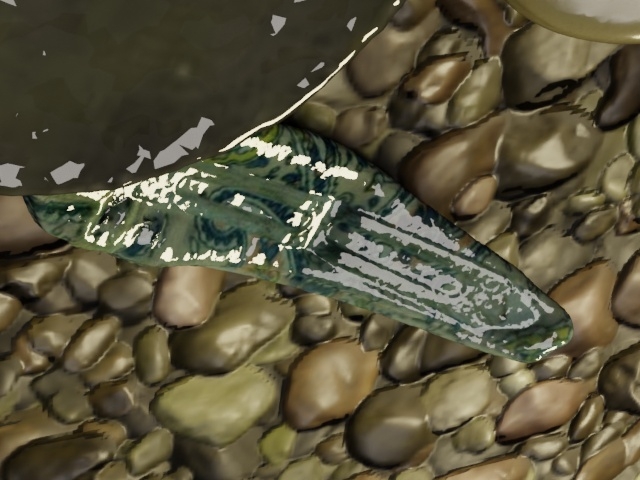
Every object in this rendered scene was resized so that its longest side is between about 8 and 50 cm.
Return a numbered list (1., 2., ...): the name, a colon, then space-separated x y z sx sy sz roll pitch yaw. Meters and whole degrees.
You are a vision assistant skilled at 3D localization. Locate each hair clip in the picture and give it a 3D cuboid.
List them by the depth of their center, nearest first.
1. hair clip: -0.001 -0.001 0.574 0.229 0.036 0.066 21 108 -32

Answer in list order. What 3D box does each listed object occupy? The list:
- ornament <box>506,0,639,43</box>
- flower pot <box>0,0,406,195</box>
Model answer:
1. ornament: 0.169 -0.109 0.528 0.245 0.061 0.230 -44 100 -6
2. flower pot: -0.070 -0.115 0.360 0.269 0.166 0.269 -15 131 -18
